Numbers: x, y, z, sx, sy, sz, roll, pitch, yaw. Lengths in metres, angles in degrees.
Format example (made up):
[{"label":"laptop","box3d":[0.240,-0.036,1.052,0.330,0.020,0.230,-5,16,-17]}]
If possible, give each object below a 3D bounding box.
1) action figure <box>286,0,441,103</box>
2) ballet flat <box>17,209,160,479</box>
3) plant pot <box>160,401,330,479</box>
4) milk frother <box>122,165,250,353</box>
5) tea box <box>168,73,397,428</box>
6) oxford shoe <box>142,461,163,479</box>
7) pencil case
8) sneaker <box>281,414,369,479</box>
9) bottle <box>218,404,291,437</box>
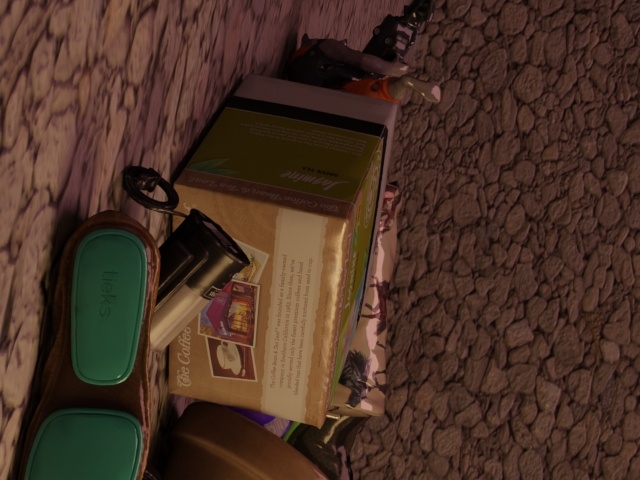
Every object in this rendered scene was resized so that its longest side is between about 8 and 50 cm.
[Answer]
[{"label":"action figure","box3d":[0.051,-0.255,1.844,0.341,0.178,0.330,-59,-148,11]},{"label":"ballet flat","box3d":[-0.216,0.137,1.147,0.124,0.116,0.342,-138,-125,-77]},{"label":"plant pot","box3d":[-0.130,0.380,1.606,0.229,0.263,0.263,-55,162,-25]},{"label":"milk frother","box3d":[-0.174,0.016,1.257,0.135,0.143,0.129,-45,152,5]},{"label":"tea box","box3d":[-0.049,0.006,1.601,0.323,0.220,0.329,-66,165,-54]},{"label":"oxford shoe","box3d":[-0.214,0.323,1.414,0.083,0.096,0.227,-102,169,-45]},{"label":"pencil case","box3d":[0.041,0.093,2.000,0.183,0.159,0.410,92,3,-86]},{"label":"sneaker","box3d":[-0.009,0.449,2.148,0.483,0.202,0.185,-60,164,7]},{"label":"bottle","box3d":[-0.109,0.234,1.865,0.092,0.118,0.283,-59,166,-18]}]
